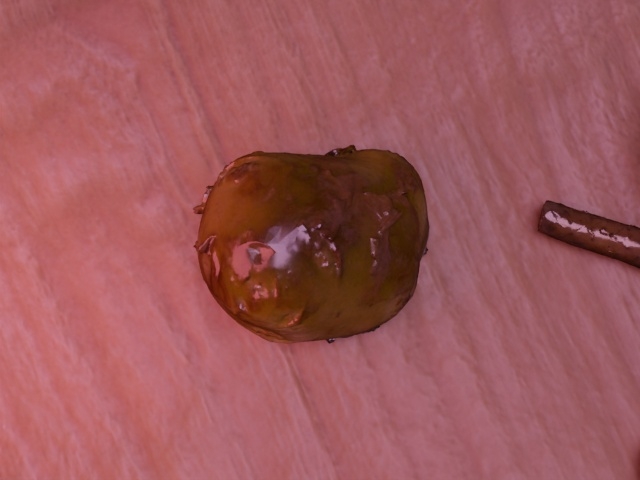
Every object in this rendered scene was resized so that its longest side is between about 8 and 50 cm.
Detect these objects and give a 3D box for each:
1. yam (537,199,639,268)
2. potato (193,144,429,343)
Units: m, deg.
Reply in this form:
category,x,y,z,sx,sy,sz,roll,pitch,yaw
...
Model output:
category,x,y,z,sx,sy,sz,roll,pitch,yaw
yam,0.393,0.004,0.982,0.241,0.057,0.056,20,82,5
potato,0.000,0.000,0.917,0.300,0.196,0.246,-18,83,-4
